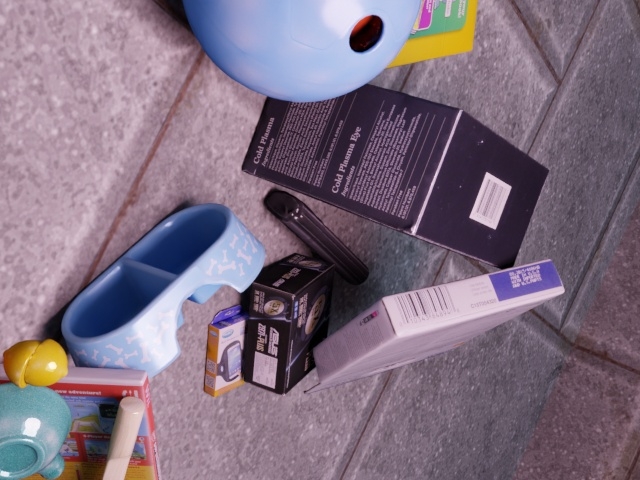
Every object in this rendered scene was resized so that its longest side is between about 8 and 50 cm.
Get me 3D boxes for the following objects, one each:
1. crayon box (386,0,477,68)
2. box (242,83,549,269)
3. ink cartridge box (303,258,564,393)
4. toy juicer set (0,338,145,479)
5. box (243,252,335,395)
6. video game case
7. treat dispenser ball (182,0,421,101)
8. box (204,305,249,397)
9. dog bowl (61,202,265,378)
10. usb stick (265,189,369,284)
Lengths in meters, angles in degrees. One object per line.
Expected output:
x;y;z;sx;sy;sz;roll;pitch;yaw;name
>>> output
0.129;-0.456;1.308;0.313;0.106;0.363;-23;125;-46;crayon box
0.121;-0.106;1.310;0.343;0.312;0.179;17;94;-55;box
0.162;0.138;1.384;0.324;0.330;0.071;-11;74;-30;ink cartridge box
-0.328;0.191;0.980;0.329;0.089;0.209;27;109;-35;toy juicer set
-0.049;0.132;1.392;0.147;0.077;0.180;-33;134;-59;box
-0.301;0.276;1.081;0.025;0.204;0.285;-80;171;-60;video game case
-0.022;-0.310;1.029;0.288;0.288;0.288;-29;130;-42;treat dispenser ball
-0.141;0.171;1.363;0.081;0.028;0.136;-18;124;-48;box
-0.204;0.061;1.113;0.297;0.166;0.074;-46;129;-27;dog bowl
0.000;0.000;1.412;0.045;0.077;0.278;-55;144;-6;usb stick
